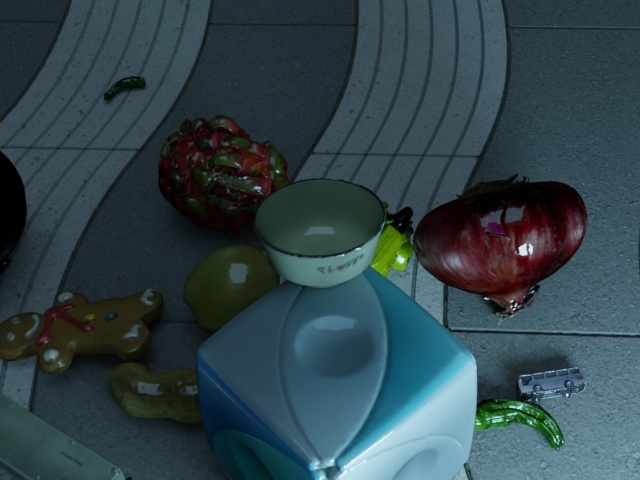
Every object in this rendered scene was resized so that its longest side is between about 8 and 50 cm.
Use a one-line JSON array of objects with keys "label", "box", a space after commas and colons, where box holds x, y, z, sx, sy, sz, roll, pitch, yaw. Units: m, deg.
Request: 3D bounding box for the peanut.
[{"label": "peanut", "box": [-0.294, 0.281, 1.809, 0.230, 0.103, 0.098, 7, 91, 8]}]

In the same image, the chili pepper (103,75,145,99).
[{"label": "chili pepper", "box": [-0.497, -0.388, 2.448, 0.118, 0.035, 0.055, -25, 35, -23]}]

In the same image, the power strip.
[{"label": "power strip", "box": [-0.512, 0.378, 1.751, 0.367, 0.043, 0.106, 24, 54, 27]}]

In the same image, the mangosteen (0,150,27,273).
[{"label": "mangosteen", "box": [-0.803, -0.081, 1.938, 0.382, 0.435, 0.382, -35, 16, 11]}]

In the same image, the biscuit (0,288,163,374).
[{"label": "biscuit", "box": [-0.487, 0.171, 1.916, 0.340, 0.047, 0.216, -3, 36, 8]}]

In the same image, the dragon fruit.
[{"label": "dragon fruit", "box": [-0.200, -0.136, 2.086, 0.303, 0.237, 0.231, 26, 62, -1]}]

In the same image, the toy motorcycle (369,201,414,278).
[{"label": "toy motorcycle", "box": [0.081, 0.060, 1.943, 0.142, 0.206, 0.342, 47, 41, -6]}]

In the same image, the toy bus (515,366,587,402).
[{"label": "toy bus", "box": [0.430, 0.269, 1.830, 0.131, 0.037, 0.052, -8, 47, -6]}]

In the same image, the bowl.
[{"label": "bowl", "box": [0.000, 0.000, 1.589, 0.212, 0.112, 0.211, -2, 41, 2]}]

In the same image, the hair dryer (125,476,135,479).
[{"label": "hair dryer", "box": [-0.366, 0.431, 1.727, 0.083, 0.026, 0.047, 22, 52, 24]}]

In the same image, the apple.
[{"label": "apple", "box": [-0.165, 0.100, 1.908, 0.200, 0.200, 0.200, -1, 49, 1]}]

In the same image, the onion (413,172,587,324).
[{"label": "onion", "box": [0.361, 0.019, 1.919, 0.348, 0.285, 0.347, -11, 4, 1]}]

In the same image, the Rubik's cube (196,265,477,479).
[{"label": "Rubik's cube", "box": [0.027, 0.282, 1.621, 0.352, 0.347, 0.351, -30, 51, -26]}]

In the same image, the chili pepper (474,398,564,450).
[{"label": "chili pepper", "box": [0.353, 0.327, 1.775, 0.182, 0.050, 0.073, 10, 43, 7]}]
